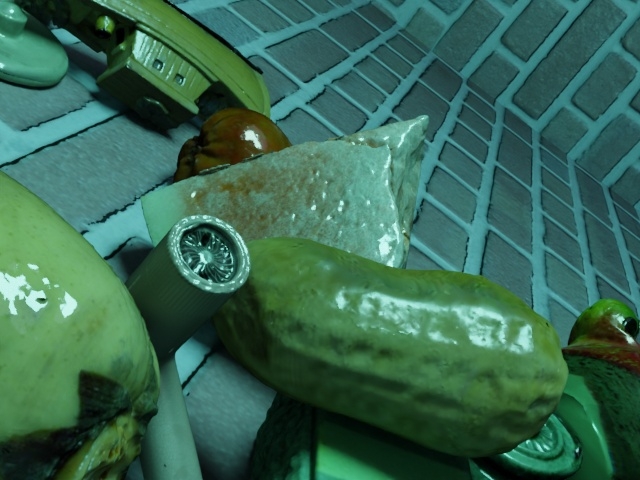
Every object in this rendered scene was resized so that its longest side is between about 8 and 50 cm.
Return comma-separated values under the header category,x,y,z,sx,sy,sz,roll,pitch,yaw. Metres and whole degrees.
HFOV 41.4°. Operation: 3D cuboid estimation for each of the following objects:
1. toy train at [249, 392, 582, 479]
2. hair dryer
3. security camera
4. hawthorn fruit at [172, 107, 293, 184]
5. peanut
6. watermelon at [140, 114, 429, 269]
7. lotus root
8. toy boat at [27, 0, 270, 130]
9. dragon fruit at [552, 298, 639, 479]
category,x,y,z,sx,sy,sz,roll,pitch,yaw
toy train,0.066,0.194,0.597,0.238,0.167,0.299,23,25,-9
hair dryer,-0.083,0.126,0.498,0.053,0.195,0.220,-2,60,-39
security camera,-0.351,-0.280,0.951,0.157,0.080,0.301,22,31,-33
hawthorn fruit,-0.077,-0.064,0.877,0.138,0.133,0.133,35,22,-29
peanut,0.036,0.061,0.539,0.236,0.110,0.120,17,48,8
watermelon,0.000,0.000,0.784,0.310,0.231,0.193,36,52,-36
lotus root,-0.222,0.030,0.443,0.310,0.183,0.183,37,23,9
toy boat,-0.193,-0.204,0.971,0.321,0.089,0.121,31,58,-35
dragon fruit,0.243,0.197,0.712,0.130,0.268,0.295,0,70,-30
